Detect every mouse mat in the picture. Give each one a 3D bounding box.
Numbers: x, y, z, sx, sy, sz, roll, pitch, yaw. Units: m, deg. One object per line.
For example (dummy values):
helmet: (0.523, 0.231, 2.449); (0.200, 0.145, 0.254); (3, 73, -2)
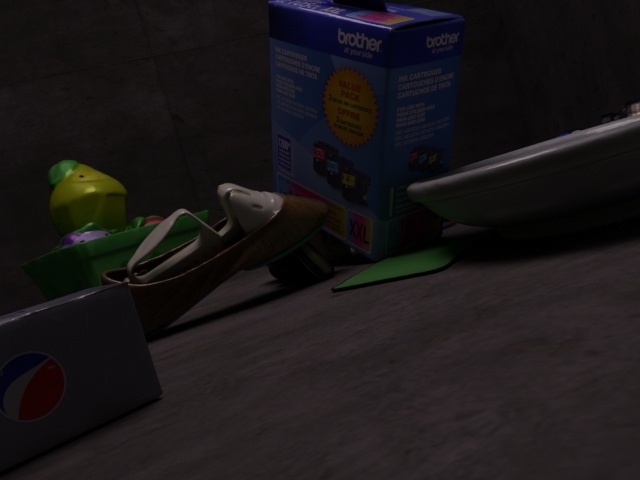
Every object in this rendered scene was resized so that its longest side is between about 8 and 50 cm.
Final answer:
mouse mat: (0.117, 0.027, 0.780); (0.152, 0.007, 0.189); (-14, 6, 34)

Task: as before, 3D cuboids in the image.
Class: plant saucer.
plant saucer: (0.307, -0.076, 0.730); (0.400, 0.101, 0.400); (-17, 3, 1)

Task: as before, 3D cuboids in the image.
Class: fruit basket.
fruit basket: (-0.464, -0.026, 1.370); (0.282, 0.393, 0.392); (-14, 5, 37)

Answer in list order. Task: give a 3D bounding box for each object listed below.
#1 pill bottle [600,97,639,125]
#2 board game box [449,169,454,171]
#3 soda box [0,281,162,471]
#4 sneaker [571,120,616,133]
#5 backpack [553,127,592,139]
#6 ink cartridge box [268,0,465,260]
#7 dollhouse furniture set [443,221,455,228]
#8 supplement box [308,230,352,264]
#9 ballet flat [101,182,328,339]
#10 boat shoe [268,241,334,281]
pill bottle: (0.794, -0.286, 1.463); (0.219, 0.123, 0.122); (-14, 5, 35)
board game box: (0.290, -0.110, 1.234); (0.316, 0.064, 0.242); (-8, 6, 14)
soda box: (-0.263, 0.117, 0.419); (0.286, 0.098, 0.091); (-21, 7, -41)
sneaker: (0.551, -0.173, 1.120); (0.090, 0.095, 0.235); (-17, 5, -25)
backpack: (0.589, -0.208, 1.413); (0.120, 0.098, 0.101); (-18, 8, -33)
ink cartridge box: (0.055, -0.208, 0.920); (0.151, 0.396, 0.270); (-20, 35, -35)
dollhouse furniture set: (0.164, -0.050, 1.100); (0.090, 0.081, 0.114); (-19, 4, -33)
supplement box: (0.000, 0.000, 1.069); (0.056, 0.083, 0.083); (-20, 5, -35)
ballet flat: (-0.145, 0.000, 0.842); (0.342, 0.124, 0.116); (-31, 30, -14)
boat shoe: (-0.047, 0.032, 0.966); (0.073, 0.080, 0.223); (-46, 22, -7)
